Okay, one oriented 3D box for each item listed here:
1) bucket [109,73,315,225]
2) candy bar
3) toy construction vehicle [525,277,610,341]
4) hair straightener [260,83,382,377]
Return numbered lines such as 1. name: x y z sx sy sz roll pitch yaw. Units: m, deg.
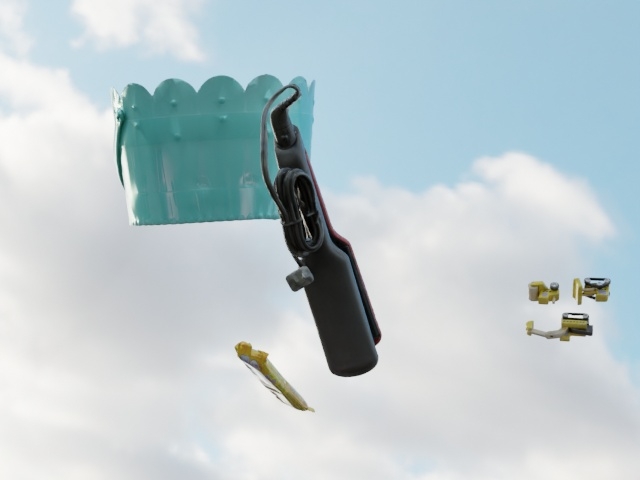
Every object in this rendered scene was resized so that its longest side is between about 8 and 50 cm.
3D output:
1. bucket: -0.138 -0.115 1.682 0.281 0.183 0.281 -2 2 0
2. candy bar: -0.045 0.139 1.269 0.040 0.018 0.161 23 -18 27
3. toy construction vehicle: 0.300 0.085 1.547 0.098 0.035 0.086 3 -50 7
4. hair straightener: 0.000 0.000 0.919 0.047 0.089 0.230 -9 -66 10
